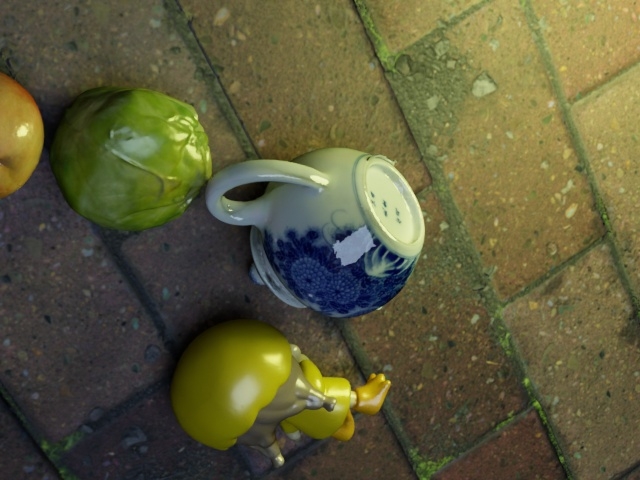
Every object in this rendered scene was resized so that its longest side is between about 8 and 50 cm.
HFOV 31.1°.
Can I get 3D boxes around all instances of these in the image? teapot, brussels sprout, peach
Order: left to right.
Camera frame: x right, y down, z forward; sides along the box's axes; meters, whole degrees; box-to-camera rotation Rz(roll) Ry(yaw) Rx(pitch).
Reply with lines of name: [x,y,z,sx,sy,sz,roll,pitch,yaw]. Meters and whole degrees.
peach: [-0.445,-0.135,1.488,0.184,0.184,0.184,-8,112,-20]
brussels sprout: [-0.260,-0.111,1.581,0.223,0.161,0.223,-4,108,-14]
teapot: [0.000,0.000,1.705,0.280,0.252,0.424,-27,139,30]

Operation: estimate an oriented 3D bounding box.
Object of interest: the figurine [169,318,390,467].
figurine: [-0.065,0.235,1.791,0.344,0.187,0.215,15,115,-33]
